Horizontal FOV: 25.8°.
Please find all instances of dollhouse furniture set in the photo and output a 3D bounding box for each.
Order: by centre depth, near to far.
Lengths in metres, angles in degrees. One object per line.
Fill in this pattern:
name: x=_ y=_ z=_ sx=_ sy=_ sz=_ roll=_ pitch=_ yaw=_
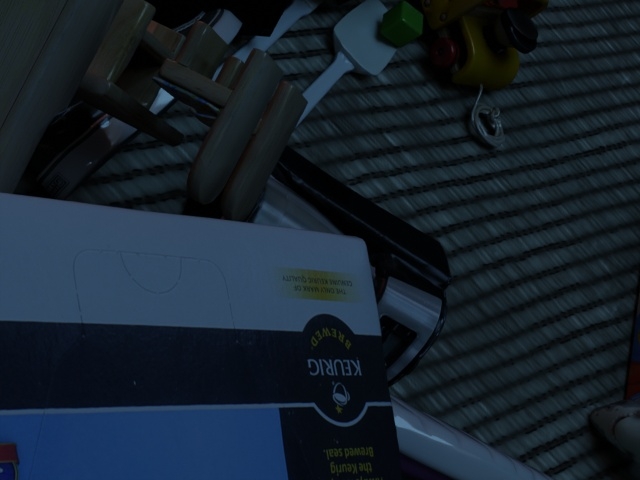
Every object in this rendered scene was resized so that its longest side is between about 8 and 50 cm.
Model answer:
dollhouse furniture set: x=-0.156 y=-0.077 z=0.797 sx=0.212 sy=0.242 sz=0.161 roll=27 pitch=88 yaw=14

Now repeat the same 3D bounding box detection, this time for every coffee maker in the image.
coffee maker: x=0.000 y=0.000 z=1.007 sx=0.178 sy=0.120 sz=0.171 roll=33 pitch=47 yaw=-22

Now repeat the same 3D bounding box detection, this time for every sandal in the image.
sandal: x=0.097 y=0.189 z=0.954 sx=0.416 sy=0.169 sz=0.102 roll=32 pitch=82 yaw=-30

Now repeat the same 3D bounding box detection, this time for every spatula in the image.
spatula: x=-0.033 y=-0.173 z=1.151 sx=0.168 sy=0.019 sz=0.242 roll=47 pitch=45 yaw=-9

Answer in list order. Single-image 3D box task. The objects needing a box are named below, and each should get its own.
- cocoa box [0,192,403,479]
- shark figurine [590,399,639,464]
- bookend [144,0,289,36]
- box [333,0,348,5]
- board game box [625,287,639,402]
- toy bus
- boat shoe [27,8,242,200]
cocoa box: x=-0.148 y=0.120 z=0.682 sx=0.347 sy=0.231 sz=0.228 roll=7 pitch=69 yaw=-49
shark figurine: x=0.341 y=0.245 z=1.128 sx=0.116 sy=0.166 sz=0.278 roll=6 pitch=63 yaw=-49
bookend: x=-0.116 y=-0.242 z=1.084 sx=0.157 sy=0.072 sz=0.156 roll=-2 pitch=56 yaw=-30
box: x=0.008 y=-0.302 z=1.140 sx=0.158 sy=0.093 sz=0.156 roll=65 pitch=3 yaw=17
board game box: x=0.386 y=0.072 z=1.272 sx=0.144 sy=0.142 sz=0.275 roll=35 pitch=48 yaw=-19
toy bus: x=0.152 y=-0.223 z=1.261 sx=0.202 sy=0.104 sz=0.191 roll=44 pitch=42 yaw=-19
boat shoe: x=-0.135 y=-0.117 z=0.989 sx=0.070 sy=0.078 sz=0.219 roll=47 pitch=49 yaw=-6
